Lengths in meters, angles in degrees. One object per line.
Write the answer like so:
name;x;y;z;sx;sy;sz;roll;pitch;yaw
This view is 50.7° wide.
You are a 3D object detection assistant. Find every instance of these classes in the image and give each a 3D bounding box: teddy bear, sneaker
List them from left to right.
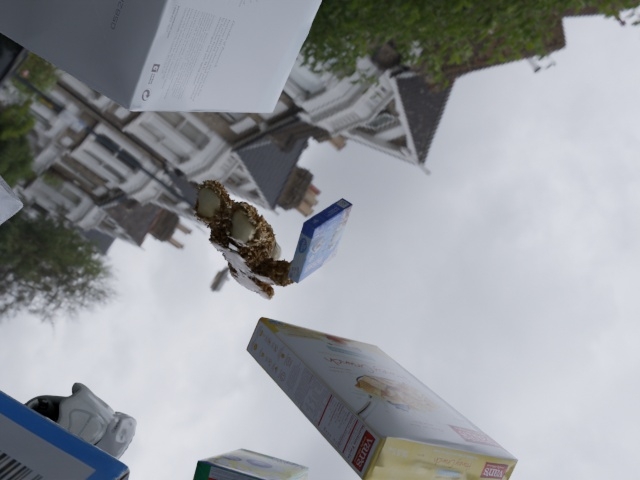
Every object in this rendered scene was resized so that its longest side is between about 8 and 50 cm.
sneaker;-0.401;0.279;0.955;0.292;0.118;0.110;-25;-153;20
teddy bear;-0.145;-0.006;1.367;0.245;0.338;0.113;21;-115;36

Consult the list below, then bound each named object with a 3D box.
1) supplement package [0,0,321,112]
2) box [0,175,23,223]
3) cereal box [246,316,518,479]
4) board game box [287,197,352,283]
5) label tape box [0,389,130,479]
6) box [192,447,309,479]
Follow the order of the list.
supplement package;-0.142;-0.255;0.648;0.199;0.198;0.263;-64;164;19
box;-0.430;-0.038;0.614;0.232;0.058;0.322;-44;-132;-12
cereal box;0.051;0.157;0.663;0.240;0.173;0.047;31;-81;55
board game box;0.000;0.000;0.867;0.090;0.020;0.090;-34;151;-47
label tape box;-0.255;0.214;0.377;0.106;0.241;0.333;-40;152;-59
box;-0.080;0.300;0.853;0.105;0.179;0.043;11;-101;14
